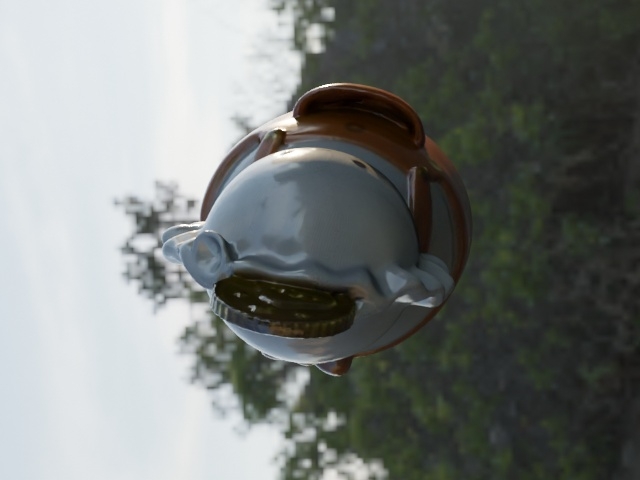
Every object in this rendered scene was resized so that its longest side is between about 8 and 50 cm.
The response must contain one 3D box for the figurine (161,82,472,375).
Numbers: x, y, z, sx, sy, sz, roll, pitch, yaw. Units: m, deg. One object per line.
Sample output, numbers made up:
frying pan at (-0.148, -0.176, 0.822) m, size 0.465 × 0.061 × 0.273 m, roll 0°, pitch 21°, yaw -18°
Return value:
figurine at (-0.001, 0.008, 0.806) m, size 0.271 × 0.143 × 0.143 m, roll -67°, pitch -25°, yaw -62°
